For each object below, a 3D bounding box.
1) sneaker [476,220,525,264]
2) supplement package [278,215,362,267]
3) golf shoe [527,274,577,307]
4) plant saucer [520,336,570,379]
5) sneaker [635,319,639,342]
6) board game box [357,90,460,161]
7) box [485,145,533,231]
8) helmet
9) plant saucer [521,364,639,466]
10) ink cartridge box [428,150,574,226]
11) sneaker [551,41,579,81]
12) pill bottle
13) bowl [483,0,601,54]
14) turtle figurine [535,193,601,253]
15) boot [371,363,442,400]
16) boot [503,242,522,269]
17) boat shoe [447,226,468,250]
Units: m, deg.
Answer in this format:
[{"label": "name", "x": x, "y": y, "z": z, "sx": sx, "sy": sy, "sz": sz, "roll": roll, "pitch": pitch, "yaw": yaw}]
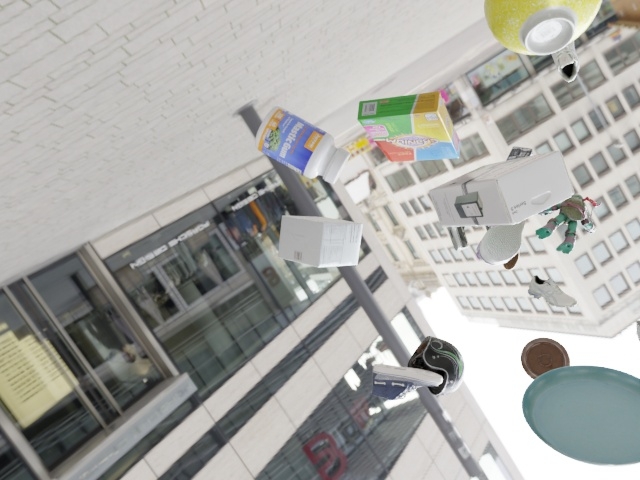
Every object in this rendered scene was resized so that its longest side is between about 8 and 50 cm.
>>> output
[{"label": "sneaker", "x": 0.518, "y": 0.029, "z": 1.430, "sx": 0.282, "sy": 0.102, "sz": 0.161, "roll": -35, "pitch": 160, "yaw": -46}, {"label": "supplement package", "x": 0.000, "y": 0.000, "z": 1.623, "sx": 0.194, "sy": 0.149, "sz": 0.203, "roll": 12, "pitch": -171, "yaw": 42}, {"label": "golf shoe", "x": 0.827, "y": 0.181, "z": 1.705, "sx": 0.069, "sy": 0.085, "sz": 0.176, "roll": -21, "pitch": -152, "yaw": -34}, {"label": "plant saucer", "x": 0.826, "y": 0.441, "z": 1.758, "sx": 0.169, "sy": 0.168, "sz": 0.029, "roll": -30, "pitch": 155, "yaw": 17}, {"label": "sneaker", "x": 1.155, "y": 0.344, "z": 1.685, "sx": 0.054, "sy": 0.061, "sz": 0.152, "roll": 5, "pitch": -157, "yaw": 16}, {"label": "board game box", "x": 0.286, "y": -0.342, "z": 1.491, "sx": 0.242, "sy": 0.064, "sz": 0.316, "roll": 1, "pitch": 165, "yaw": 28}, {"label": "box", "x": 0.724, "y": -0.162, "z": 1.820, "sx": 0.077, "sy": 0.242, "sz": 0.307, "roll": 19, "pitch": -111, "yaw": 37}, {"label": "helmet", "x": 0.381, "y": 0.404, "z": 1.531, "sx": 0.169, "sy": 0.162, "sz": 0.169, "roll": -53, "pitch": 174, "yaw": -8}, {"label": "plant saucer", "x": 0.652, "y": 0.416, "z": 1.137, "sx": 0.318, "sy": 0.043, "sz": 0.317, "roll": -14, "pitch": -159, "yaw": 5}, {"label": "ink cartridge box", "x": 0.434, "y": -0.120, "z": 1.176, "sx": 0.199, "sy": 0.114, "sz": 0.273, "roll": -24, "pitch": -172, "yaw": -18}, {"label": "sneaker", "x": 0.833, "y": -0.649, "z": 1.634, "sx": 0.090, "sy": 0.232, "sz": 0.115, "roll": -23, "pitch": -150, "yaw": 34}, {"label": "pill bottle", "x": -0.051, "y": -0.287, "z": 1.475, "sx": 0.152, "sy": 0.272, "sz": 0.152, "roll": -61, "pitch": 178, "yaw": -4}, {"label": "bowl", "x": 0.571, "y": -0.572, "z": 1.215, "sx": 0.290, "sy": 0.290, "sz": 0.155, "roll": -26, "pitch": -129, "yaw": 47}, {"label": "turtle figurine", "x": 0.764, "y": -0.073, "z": 1.480, "sx": 0.234, "sy": 0.175, "sz": 0.118, "roll": -46, "pitch": 150, "yaw": -31}, {"label": "boot", "x": 0.232, "y": 0.391, "z": 1.293, "sx": 0.190, "sy": 0.086, "sz": 0.069, "roll": 3, "pitch": 177, "yaw": 26}, {"label": "boot", "x": 0.771, "y": 0.051, "z": 1.905, "sx": 0.059, "sy": 0.085, "sz": 0.157, "roll": 9, "pitch": -105, "yaw": 35}, {"label": "boat shoe", "x": 0.639, "y": -0.064, "z": 2.243, "sx": 0.070, "sy": 0.219, "sz": 0.078, "roll": -17, "pitch": -175, "yaw": -7}]
